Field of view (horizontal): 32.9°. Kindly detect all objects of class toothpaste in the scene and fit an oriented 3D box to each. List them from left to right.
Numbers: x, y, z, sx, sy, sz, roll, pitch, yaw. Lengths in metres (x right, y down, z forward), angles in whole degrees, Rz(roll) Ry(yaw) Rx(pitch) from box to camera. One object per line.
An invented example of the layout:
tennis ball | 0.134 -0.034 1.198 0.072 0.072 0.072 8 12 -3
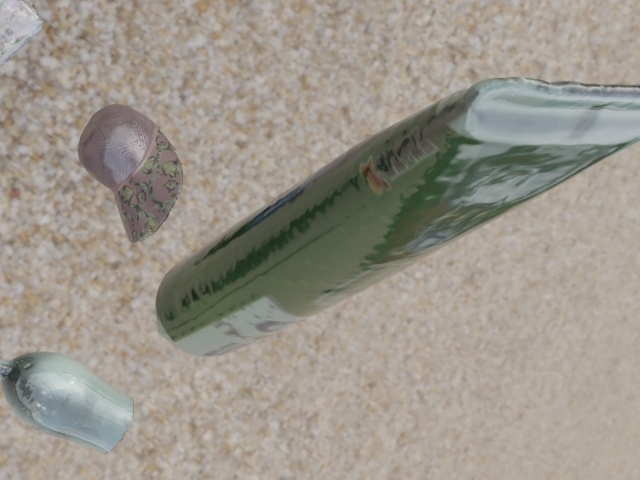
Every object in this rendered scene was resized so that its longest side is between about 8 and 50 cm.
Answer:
toothpaste | 0.000 0.000 0.511 0.098 0.061 0.392 -3 166 -30

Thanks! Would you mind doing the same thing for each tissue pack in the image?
tissue pack | -0.425 -0.244 1.336 0.173 0.235 0.073 -43 112 -2

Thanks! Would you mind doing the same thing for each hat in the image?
hat | -0.115 -0.042 0.626 0.042 0.087 0.058 14 141 -42

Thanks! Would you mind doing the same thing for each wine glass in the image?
wine glass | -0.313 0.172 1.244 0.202 0.093 0.093 37 84 -34
